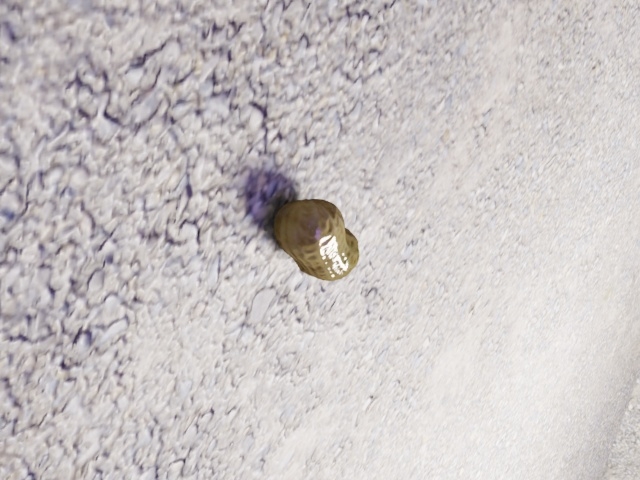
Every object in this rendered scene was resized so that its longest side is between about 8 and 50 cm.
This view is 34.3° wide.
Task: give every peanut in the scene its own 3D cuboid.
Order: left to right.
[{"bbox_3d":[0.000,0.000,0.780,0.054,0.054,0.113,-60,155,-9],"label":"peanut"}]
